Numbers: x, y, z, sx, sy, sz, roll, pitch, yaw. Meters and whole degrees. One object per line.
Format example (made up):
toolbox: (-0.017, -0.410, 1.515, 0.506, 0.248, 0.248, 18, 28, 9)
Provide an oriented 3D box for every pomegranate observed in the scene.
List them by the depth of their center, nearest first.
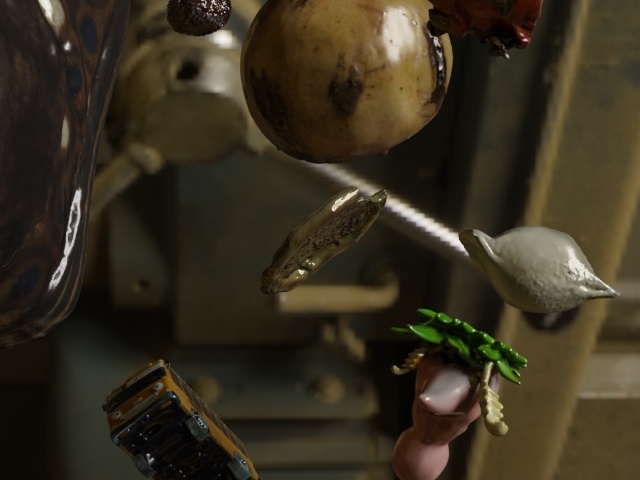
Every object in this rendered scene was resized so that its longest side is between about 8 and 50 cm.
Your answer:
pomegranate: (0.037, -0.252, 2.294, 0.322, 0.322, 0.322, 180, -90, -84)

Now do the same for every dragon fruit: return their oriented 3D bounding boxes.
dragon fruit: (0.134, -0.202, 1.312, 0.147, 0.102, 0.096, 74, 33, -75)

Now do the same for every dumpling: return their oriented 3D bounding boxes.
dumpling: (0.305, 0.047, 2.229, 0.166, 0.216, 0.126, 93, -7, -77)

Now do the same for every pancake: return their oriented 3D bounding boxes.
pancake: (0.000, 0.000, 2.135, 0.212, 0.029, 0.235, -47, 165, 22)

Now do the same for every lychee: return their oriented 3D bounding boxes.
lychee: (-0.140, -0.269, 1.837, 0.067, 0.083, 0.068, 59, 35, -12)

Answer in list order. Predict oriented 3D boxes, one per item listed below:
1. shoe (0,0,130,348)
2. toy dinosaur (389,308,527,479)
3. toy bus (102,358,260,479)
shoe: (-0.253, -0.130, 1.120, 0.237, 0.171, 0.384, 54, 38, -63)
toy dinosaur: (0.120, 0.174, 1.726, 0.177, 0.152, 0.194, -62, 180, -11)
toy bus: (-0.166, 0.236, 1.879, 0.201, 0.098, 0.114, 51, 5, -38)
